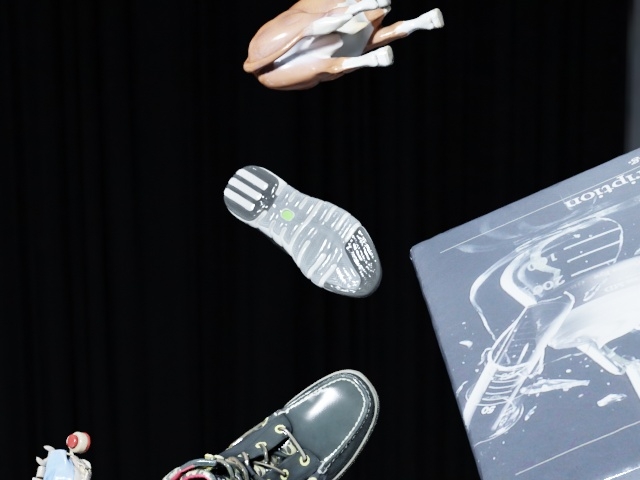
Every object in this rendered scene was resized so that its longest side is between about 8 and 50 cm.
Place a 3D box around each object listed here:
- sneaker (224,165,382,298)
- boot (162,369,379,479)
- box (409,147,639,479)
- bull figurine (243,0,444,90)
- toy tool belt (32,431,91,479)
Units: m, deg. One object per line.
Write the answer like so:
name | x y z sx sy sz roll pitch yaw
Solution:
sneaker | 0.000 0.000 1.967 0.229 0.086 0.132 39 -1 28
boot | -0.054 0.206 1.528 0.236 0.085 0.178 -41 -14 5
box | 0.254 0.069 0.923 0.343 0.179 0.312 -24 25 5
bull figurine | 0.025 -0.248 1.970 0.188 0.101 0.310 -12 19 26
toy tool belt | -0.239 0.214 1.563 0.052 0.083 0.051 -14 -25 42
